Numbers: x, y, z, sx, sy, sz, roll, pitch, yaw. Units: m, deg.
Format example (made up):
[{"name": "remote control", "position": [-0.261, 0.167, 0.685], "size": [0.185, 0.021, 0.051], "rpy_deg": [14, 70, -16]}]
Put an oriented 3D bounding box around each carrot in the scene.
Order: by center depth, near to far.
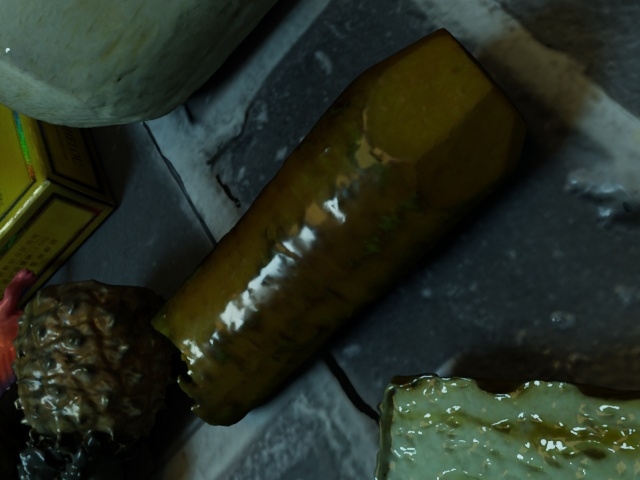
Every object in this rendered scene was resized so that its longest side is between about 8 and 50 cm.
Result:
[{"name": "carrot", "position": [0.000, 0.000, 0.533], "size": [0.302, 0.114, 0.114], "rpy_deg": [-45, 51, 17]}]

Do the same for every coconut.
[{"name": "coconut", "position": [-0.172, -0.257, 0.656], "size": [0.328, 0.328, 0.329], "rpy_deg": [-15, 64, 34]}]

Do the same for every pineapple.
[{"name": "pineapple", "position": [-0.171, 0.159, 0.606], "size": [0.128, 0.128, 0.248], "rpy_deg": [-11, 71, 36]}]

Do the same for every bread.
[{"name": "bread", "position": [0.121, 0.136, 0.403], "size": [0.232, 0.088, 0.128], "rpy_deg": [-6, 61, 44]}]

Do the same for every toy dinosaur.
[{"name": "toy dinosaur", "position": [-0.340, 0.128, 0.730], "size": [0.286, 0.070, 0.139], "rpy_deg": [-24, 38, 2]}]

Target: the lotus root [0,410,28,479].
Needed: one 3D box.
[{"name": "lotus root", "position": [-0.333, 0.250, 0.667], "size": [0.260, 0.149, 0.267], "rpy_deg": [-20, 23, 24]}]

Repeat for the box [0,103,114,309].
[{"name": "box", "position": [-0.357, -0.014, 0.840], "size": [0.301, 0.084, 0.193], "rpy_deg": [-43, 51, 18]}]
